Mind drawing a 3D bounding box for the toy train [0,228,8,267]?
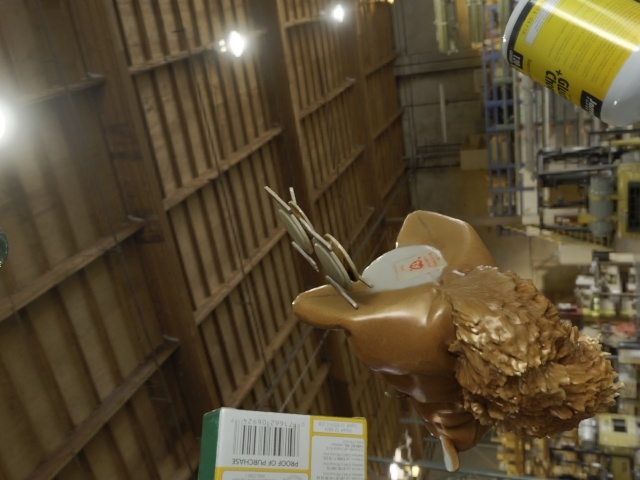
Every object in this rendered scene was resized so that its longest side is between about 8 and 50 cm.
[{"bbox_3d":[-0.277,-0.024,0.262,0.190,0.142,0.334,-34,-14,-21],"label":"toy train"}]

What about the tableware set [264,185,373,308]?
[{"bbox_3d":[0.000,0.000,0.848,0.039,0.194,0.128,-34,-48,-12],"label":"tableware set"}]

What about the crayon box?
[{"bbox_3d":[-0.049,0.377,0.732,0.203,0.083,0.323,12,-115,-24],"label":"crayon box"}]

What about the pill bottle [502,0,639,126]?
[{"bbox_3d":[0.273,-0.172,0.573,0.103,0.184,0.103,-32,-33,-23],"label":"pill bottle"}]

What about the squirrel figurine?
[{"bbox_3d":[0.219,0.193,0.913,0.281,0.397,0.371,-38,-59,-29],"label":"squirrel figurine"}]
